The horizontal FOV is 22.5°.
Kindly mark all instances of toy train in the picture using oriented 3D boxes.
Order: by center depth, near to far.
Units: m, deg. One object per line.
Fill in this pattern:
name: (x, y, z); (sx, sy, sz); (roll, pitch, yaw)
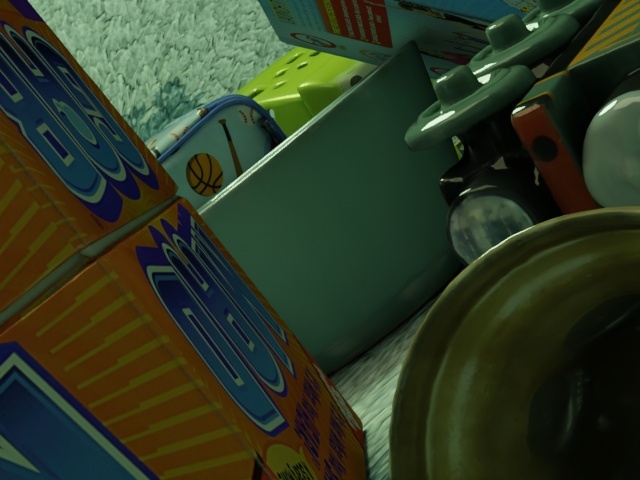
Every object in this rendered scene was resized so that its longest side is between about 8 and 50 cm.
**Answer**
toy train: (0.181, -0.085, 0.898); (0.190, 0.142, 0.334); (-24, 11, 33)

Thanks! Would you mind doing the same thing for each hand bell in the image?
hand bell: (0.132, 0.030, 0.423); (0.126, 0.126, 0.242); (-36, -8, 34)

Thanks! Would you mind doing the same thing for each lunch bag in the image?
lunch bag: (-0.105, 0.025, 1.471); (0.303, 0.243, 0.115); (-43, 16, -30)

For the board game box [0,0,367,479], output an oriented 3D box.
board game box: (-0.221, 0.095, 0.781); (0.356, 0.356, 0.356); (-38, 4, 4)

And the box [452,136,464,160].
box: (0.103, -0.037, 1.510); (0.169, 0.059, 0.054); (-40, 3, -27)

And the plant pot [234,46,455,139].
plant pot: (0.057, -0.114, 1.698); (0.227, 0.228, 0.207); (-41, 12, -31)

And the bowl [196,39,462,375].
bowl: (0.000, 0.000, 1.274); (0.311, 0.163, 0.311); (-38, 3, 3)

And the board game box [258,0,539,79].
board game box: (0.105, -0.195, 1.301); (0.308, 0.302, 0.086); (44, -119, -84)
